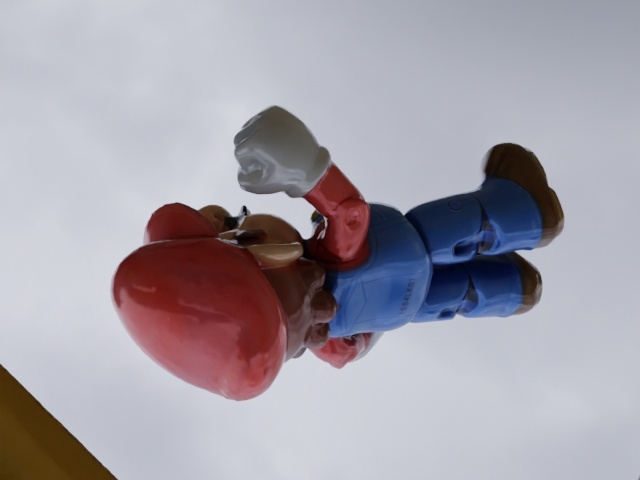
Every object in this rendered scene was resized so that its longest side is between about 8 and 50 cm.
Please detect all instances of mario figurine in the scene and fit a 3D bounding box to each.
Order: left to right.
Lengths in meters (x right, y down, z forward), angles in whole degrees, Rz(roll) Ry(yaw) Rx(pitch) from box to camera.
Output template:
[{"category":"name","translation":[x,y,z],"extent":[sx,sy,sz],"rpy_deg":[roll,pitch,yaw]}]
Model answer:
[{"category":"mario figurine","translation":[0.000,0.000,1.199],"extent":[0.321,0.198,0.170],"rpy_deg":[-10,-173,-30]}]

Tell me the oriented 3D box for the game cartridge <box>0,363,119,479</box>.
[{"category":"game cartridge","translation":[-0.264,0.216,0.976],"extent":[0.324,0.052,0.285],"rpy_deg":[-43,-128,-14]}]

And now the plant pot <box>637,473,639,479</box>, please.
[{"category":"plant pot","translation":[0.188,0.140,0.380],"extent":[0.265,0.272,0.272],"rpy_deg":[23,-142,8]}]
